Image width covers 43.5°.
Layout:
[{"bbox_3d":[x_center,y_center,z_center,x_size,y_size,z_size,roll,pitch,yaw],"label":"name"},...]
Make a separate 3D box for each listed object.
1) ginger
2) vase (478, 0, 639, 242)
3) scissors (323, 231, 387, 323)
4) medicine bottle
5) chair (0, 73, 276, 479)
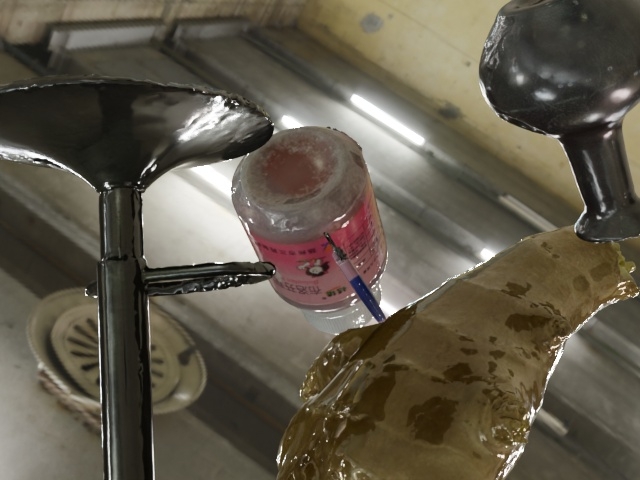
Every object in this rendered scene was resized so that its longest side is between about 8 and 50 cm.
[{"bbox_3d":[0.111,0.116,0.666,0.376,0.236,0.166,-23,-102,-44],"label":"ginger"},{"bbox_3d":[0.183,-0.083,0.550,0.120,0.120,0.182,-73,-39,-64],"label":"vase"},{"bbox_3d":[0.030,0.033,0.748,0.113,0.012,0.039,57,179,-32],"label":"scissors"},{"bbox_3d":[0.000,0.000,0.872,0.147,0.147,0.247,53,169,37],"label":"medicine bottle"},{"bbox_3d":[-0.134,0.113,0.542,0.227,0.227,0.400,6,-103,-42],"label":"chair"}]
